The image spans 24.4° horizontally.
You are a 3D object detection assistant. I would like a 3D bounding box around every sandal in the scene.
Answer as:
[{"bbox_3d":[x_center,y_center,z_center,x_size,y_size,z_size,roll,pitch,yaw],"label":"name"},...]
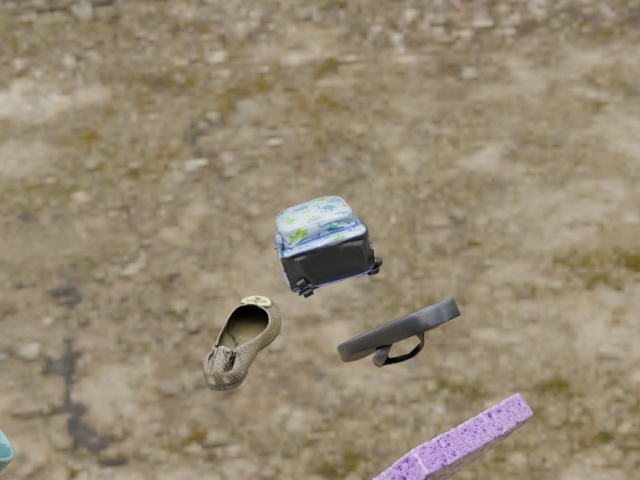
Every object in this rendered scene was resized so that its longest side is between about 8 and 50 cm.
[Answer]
[{"bbox_3d":[0.094,0.128,1.851,0.097,0.054,0.254,-22,-4,-23],"label":"sandal"}]

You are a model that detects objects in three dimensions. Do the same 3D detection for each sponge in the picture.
[{"bbox_3d":[0.105,0.206,1.367,0.117,0.031,0.210,-42,-16,32],"label":"sponge"}]

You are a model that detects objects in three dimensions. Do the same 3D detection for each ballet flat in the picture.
[{"bbox_3d":[-0.117,0.137,2.179,0.084,0.058,0.250,1,25,17],"label":"ballet flat"}]

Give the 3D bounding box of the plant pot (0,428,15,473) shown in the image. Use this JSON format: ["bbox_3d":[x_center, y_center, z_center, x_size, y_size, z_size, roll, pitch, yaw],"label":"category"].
[{"bbox_3d":[-0.474,0.223,1.387,0.293,0.235,0.293,33,-2,1],"label":"plant pot"}]

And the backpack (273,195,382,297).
[{"bbox_3d":[0.000,0.000,1.602,0.105,0.084,0.114,-18,15,-5],"label":"backpack"}]
